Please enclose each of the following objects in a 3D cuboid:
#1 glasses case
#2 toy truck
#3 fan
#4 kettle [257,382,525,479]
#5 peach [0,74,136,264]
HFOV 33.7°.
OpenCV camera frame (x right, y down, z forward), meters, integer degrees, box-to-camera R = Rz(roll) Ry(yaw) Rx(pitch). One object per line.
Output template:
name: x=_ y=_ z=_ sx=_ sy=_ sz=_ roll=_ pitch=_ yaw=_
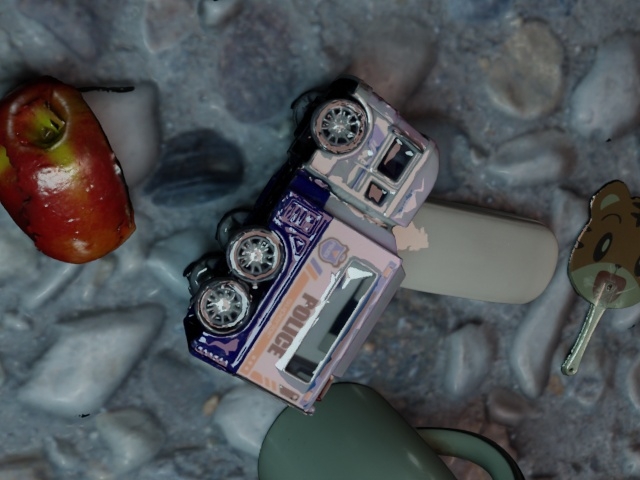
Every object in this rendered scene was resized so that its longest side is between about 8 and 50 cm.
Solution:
glasses case: x=0.135 y=0.009 z=1.048 sx=0.233 sy=0.059 sz=0.092 roll=8 pitch=103 yaw=-25
toy truck: x=0.000 y=0.000 z=0.923 sx=0.155 sy=0.124 sz=0.268 roll=32 pitch=94 yaw=-15
fan: x=0.321 y=0.051 z=1.185 sx=0.152 sy=0.008 sz=0.227 roll=17 pitch=101 yaw=-30
kettle: x=0.081 y=0.250 z=1.017 sx=0.221 sy=0.236 sz=0.161 roll=-22 pitch=117 yaw=-16
peach: x=-0.212 y=-0.045 z=0.845 sx=0.092 sy=0.127 sz=0.172 roll=-28 pitch=145 yaw=-22
